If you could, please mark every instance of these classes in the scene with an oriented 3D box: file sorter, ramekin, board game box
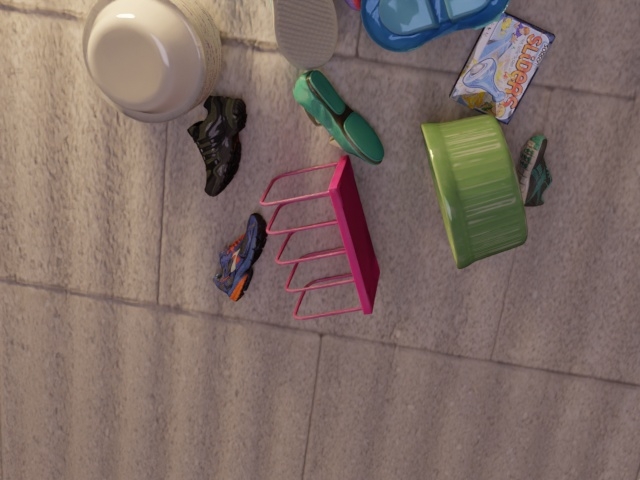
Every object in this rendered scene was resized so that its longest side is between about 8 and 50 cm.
[{"bbox_3d":[0.000,0.000,2.007,0.182,0.202,0.290,-11,112,14],"label":"file sorter"},{"bbox_3d":[0.309,-0.106,1.871,0.148,0.303,0.303,-15,111,6],"label":"ramekin"},{"bbox_3d":[0.366,-0.352,1.892,0.136,0.035,0.201,23,114,-3],"label":"board game box"}]

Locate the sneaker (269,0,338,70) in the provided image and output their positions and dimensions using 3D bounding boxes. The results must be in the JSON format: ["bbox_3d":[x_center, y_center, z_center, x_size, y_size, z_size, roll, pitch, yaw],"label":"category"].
[{"bbox_3d":[-0.053,-0.515,1.841,0.135,0.150,0.366,-13,134,3],"label":"sneaker"}]

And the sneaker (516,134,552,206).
[{"bbox_3d":[0.455,-0.143,1.967,0.076,0.065,0.166,5,118,-13],"label":"sneaker"}]

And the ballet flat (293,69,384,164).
[{"bbox_3d":[0.034,-0.250,1.969,0.247,0.083,0.087,48,139,-13],"label":"ballet flat"}]

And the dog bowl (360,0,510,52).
[{"bbox_3d":[0.227,-0.473,1.820,0.297,0.074,0.166,-16,99,17],"label":"dog bowl"}]

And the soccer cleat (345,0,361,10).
[{"bbox_3d":[0.023,-0.567,1.830,0.095,0.083,0.248,-7,116,35],"label":"soccer cleat"}]

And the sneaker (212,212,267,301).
[{"bbox_3d":[-0.187,0.034,2.115,0.087,0.083,0.221,25,111,5],"label":"sneaker"}]

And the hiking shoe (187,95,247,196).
[{"bbox_3d":[-0.232,-0.209,2.022,0.114,0.086,0.226,19,109,13],"label":"hiking shoe"}]

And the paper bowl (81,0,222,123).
[{"bbox_3d":[-0.354,-0.375,1.892,0.284,0.148,0.284,9,119,16],"label":"paper bowl"}]
